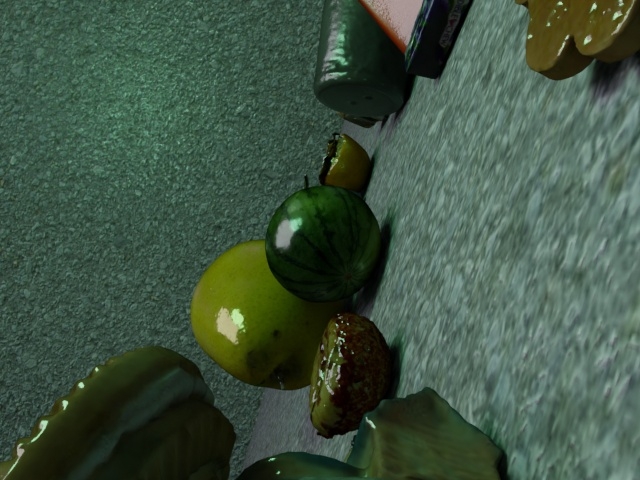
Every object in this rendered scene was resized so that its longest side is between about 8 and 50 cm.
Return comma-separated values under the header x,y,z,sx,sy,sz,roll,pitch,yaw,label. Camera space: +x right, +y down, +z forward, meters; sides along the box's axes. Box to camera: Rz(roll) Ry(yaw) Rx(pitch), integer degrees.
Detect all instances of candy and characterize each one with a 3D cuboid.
x,y,z,sx,sy,sz,roll,pitch,yaw,label
0.192,-0.378,0.946,0.088,0.061,0.312,-81,8,-49,candy

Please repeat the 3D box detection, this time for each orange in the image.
x,y,z,sx,sy,sz,roll,pitch,yaw,label
0.058,-0.160,1.518,0.170,0.112,0.160,-29,-51,-62,orange

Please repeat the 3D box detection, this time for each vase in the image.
x,y,z,sx,sy,sz,roll,pitch,yaw,label
0.086,-0.407,1.321,0.245,0.245,0.291,128,153,-78,vase

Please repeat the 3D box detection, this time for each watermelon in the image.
x,y,z,sx,sy,sz,roll,pitch,yaw,label
0.000,0.000,1.085,0.215,0.188,0.188,53,131,53,watermelon

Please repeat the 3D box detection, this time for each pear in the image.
x,y,z,sx,sy,sz,roll,pitch,yaw,label
-0.100,0.146,1.220,0.336,0.285,0.285,-56,-13,-57,pear

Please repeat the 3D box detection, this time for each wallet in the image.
x,y,z,sx,sy,sz,roll,pitch,yaw,label
0.141,-0.411,1.122,0.142,0.045,0.204,-57,49,35,wallet

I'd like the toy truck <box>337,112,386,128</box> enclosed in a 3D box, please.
x,y,z,sx,sy,sz,roll,pitch,yaw,label
0.130,-0.389,1.504,0.140,0.108,0.257,1,71,71,toy truck

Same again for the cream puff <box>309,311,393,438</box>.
x,y,z,sx,sy,sz,roll,pitch,yaw,label
0.037,0.159,0.788,0.149,0.084,0.149,-168,90,-85,cream puff

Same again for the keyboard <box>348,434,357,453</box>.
x,y,z,sx,sy,sz,roll,pitch,yaw,label
0.046,0.268,0.747,0.198,0.010,0.064,151,133,-84,keyboard

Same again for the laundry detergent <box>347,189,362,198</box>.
x,y,z,sx,sy,sz,roll,pitch,yaw,label
0.043,-0.023,1.525,0.206,0.061,0.097,111,165,-56,laundry detergent

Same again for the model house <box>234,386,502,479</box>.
x,y,z,sx,sy,sz,roll,pitch,yaw,label
0.001,0.207,0.437,0.325,0.194,0.267,-77,4,-72,model house

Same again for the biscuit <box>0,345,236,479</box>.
x,y,z,sx,sy,sz,roll,pitch,yaw,label
-0.125,0.184,0.360,0.259,0.079,0.259,24,-90,-80,biscuit

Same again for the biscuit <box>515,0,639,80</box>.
x,y,z,sx,sy,sz,roll,pitch,yaw,label
0.196,-0.242,0.421,0.202,0.044,0.289,167,114,-72,biscuit
